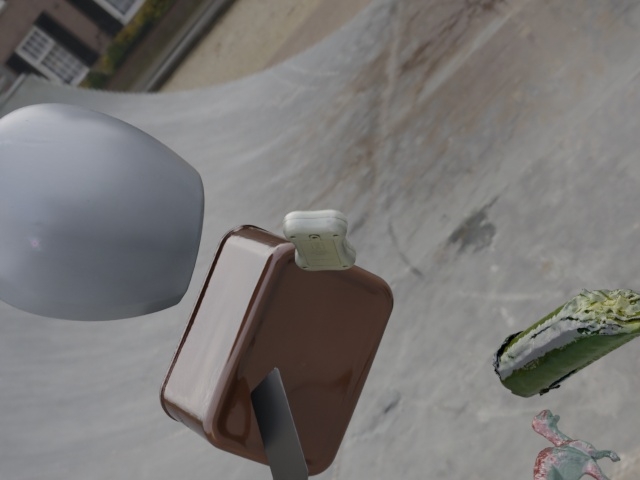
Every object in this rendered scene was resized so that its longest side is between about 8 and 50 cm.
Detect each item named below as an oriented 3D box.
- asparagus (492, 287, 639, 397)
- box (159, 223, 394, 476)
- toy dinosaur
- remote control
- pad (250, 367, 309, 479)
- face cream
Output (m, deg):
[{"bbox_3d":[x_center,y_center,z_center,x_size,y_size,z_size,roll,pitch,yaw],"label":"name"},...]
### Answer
[{"bbox_3d":[0.450,0.166,1.735,0.108,0.128,0.382,-15,-19,-33],"label":"asparagus"},{"bbox_3d":[-0.067,0.167,1.528,0.229,0.239,0.339,10,78,67],"label":"box"},{"bbox_3d":[0.301,0.295,1.254,0.242,0.167,0.053,-19,-50,-47],"label":"toy dinosaur"},{"bbox_3d":[0.000,0.000,1.134,0.122,0.074,0.032,74,-164,-63],"label":"remote control"},{"bbox_3d":[-0.056,0.261,1.328,0.112,0.003,0.157,-50,51,53],"label":"pad"},{"bbox_3d":[-0.347,-0.044,1.319,0.219,0.357,0.312,129,147,-47],"label":"face cream"}]
